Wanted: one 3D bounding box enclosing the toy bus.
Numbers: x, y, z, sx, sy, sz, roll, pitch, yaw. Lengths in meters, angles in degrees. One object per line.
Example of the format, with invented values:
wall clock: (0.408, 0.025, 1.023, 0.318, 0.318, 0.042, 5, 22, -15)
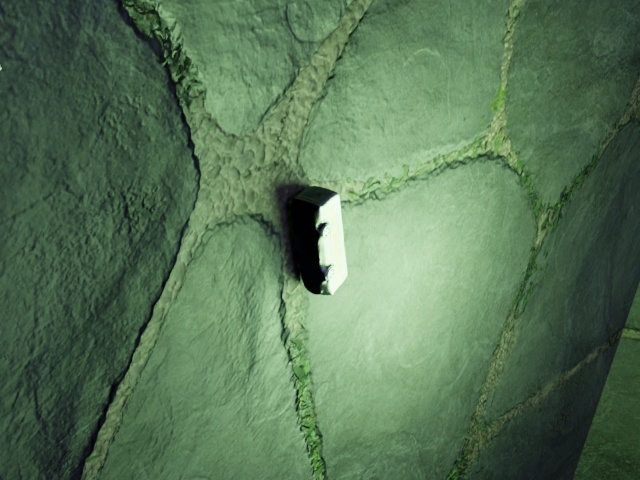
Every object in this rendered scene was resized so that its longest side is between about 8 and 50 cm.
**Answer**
toy bus: (0.000, 0.000, 1.470, 0.072, 0.057, 0.172, -45, 141, -39)
